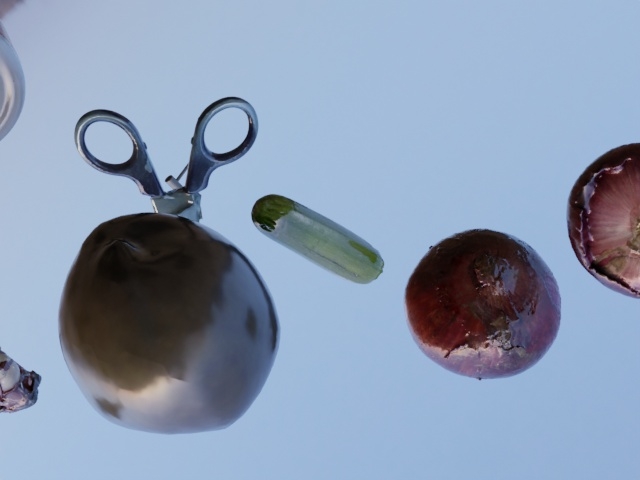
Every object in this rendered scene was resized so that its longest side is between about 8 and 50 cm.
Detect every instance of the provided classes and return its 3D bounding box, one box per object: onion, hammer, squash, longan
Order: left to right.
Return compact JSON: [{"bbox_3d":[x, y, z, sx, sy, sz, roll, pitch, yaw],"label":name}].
[{"bbox_3d":[-0.190,0.106,1.316,0.288,0.288,0.350,-47,-160,-4],"label":"longan"},{"bbox_3d":[-0.256,-0.142,2.020,0.019,0.035,0.110,1,-129,50],"label":"hammer"},{"bbox_3d":[0.000,0.000,1.488,0.069,0.239,0.069,-33,-139,35],"label":"squash"},{"bbox_3d":[0.286,0.110,1.837,0.276,0.276,0.276,-36,-155,20],"label":"onion"},{"bbox_3d":[0.484,-0.033,1.532,0.248,0.248,0.161,-29,-164,32],"label":"onion"}]

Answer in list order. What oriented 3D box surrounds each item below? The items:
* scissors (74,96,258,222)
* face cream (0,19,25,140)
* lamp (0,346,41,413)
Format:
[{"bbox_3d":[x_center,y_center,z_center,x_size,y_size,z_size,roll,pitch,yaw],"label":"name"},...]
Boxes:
[{"bbox_3d":[-0.214,-0.030,1.544,0.256,0.383,0.029,-5,-146,-8],"label":"scissors"},{"bbox_3d":[-0.507,-0.230,1.395,0.201,0.201,0.187,-43,-140,4],"label":"face cream"},{"bbox_3d":[-0.673,0.256,2.099,0.118,0.253,0.118,-19,-135,21],"label":"lamp"}]
